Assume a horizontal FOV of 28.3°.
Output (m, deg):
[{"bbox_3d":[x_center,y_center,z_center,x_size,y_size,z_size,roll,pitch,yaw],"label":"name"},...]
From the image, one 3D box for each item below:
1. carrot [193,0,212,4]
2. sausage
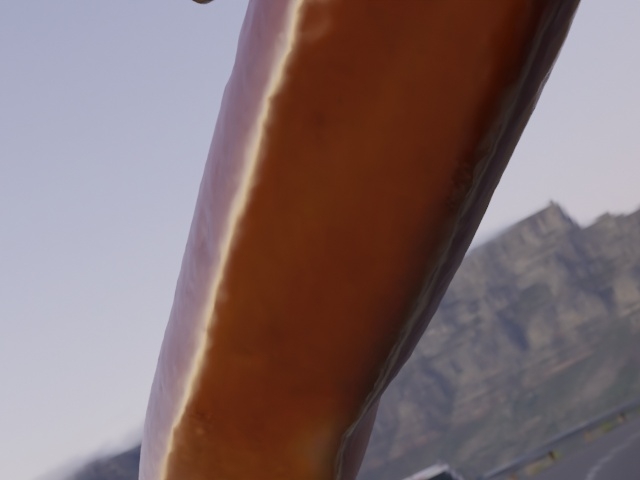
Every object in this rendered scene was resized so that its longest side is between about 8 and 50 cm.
[{"bbox_3d":[0.015,-0.266,0.824,0.302,0.138,0.139,-23,-11,20],"label":"carrot"},{"bbox_3d":[0.000,0.000,0.383,0.083,0.089,0.300,14,-57,-10],"label":"sausage"}]
